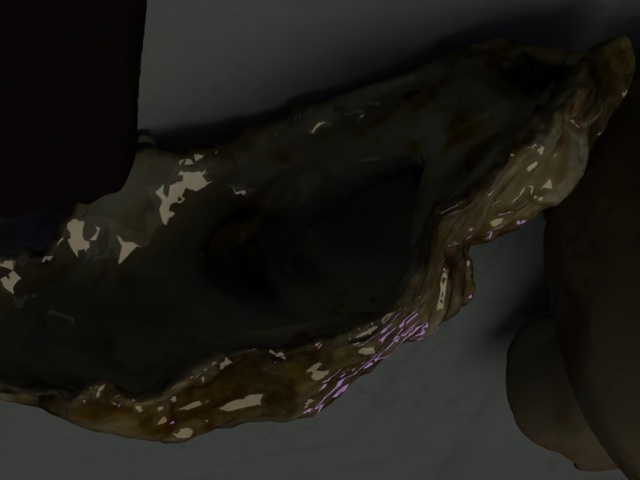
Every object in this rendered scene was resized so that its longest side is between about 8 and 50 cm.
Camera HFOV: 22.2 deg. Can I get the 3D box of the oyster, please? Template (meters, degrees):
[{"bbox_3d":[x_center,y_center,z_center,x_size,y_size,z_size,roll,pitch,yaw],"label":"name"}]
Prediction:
[{"bbox_3d":[-0.001,0.002,0.751,0.341,0.166,0.110,-32,138,-24],"label":"oyster"}]

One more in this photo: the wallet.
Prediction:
[{"bbox_3d":[-0.148,-0.087,0.613,0.182,0.049,0.229,-13,143,-20],"label":"wallet"}]

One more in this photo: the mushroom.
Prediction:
[{"bbox_3d":[0.206,0.049,0.867,0.293,0.292,0.290,5,161,-38],"label":"mushroom"}]
